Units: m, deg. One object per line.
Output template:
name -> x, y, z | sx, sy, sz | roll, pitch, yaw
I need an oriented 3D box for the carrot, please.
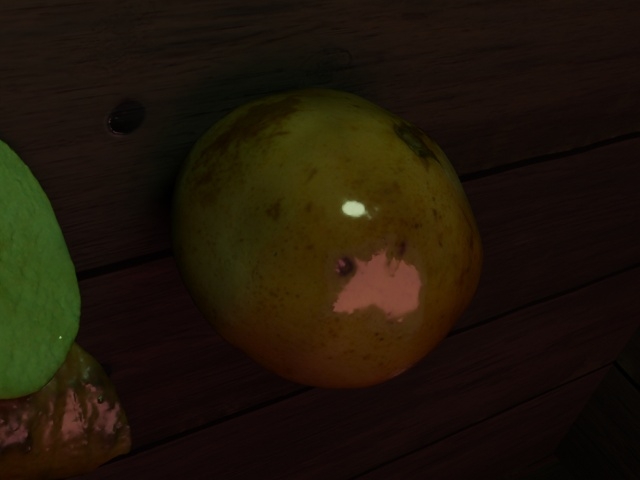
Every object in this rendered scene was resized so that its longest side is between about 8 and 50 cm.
carrot -> -0.428, 0.190, 1.157 | 0.340, 0.241, 0.241 | 0, 131, -41

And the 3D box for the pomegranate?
pomegranate -> 0.000, 0.000, 1.238 | 0.416, 0.417, 0.417 | -26, 145, -20

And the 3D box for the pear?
pear -> -0.380, 0.057, 1.036 | 0.139, 0.288, 0.239 | -19, 136, 33
